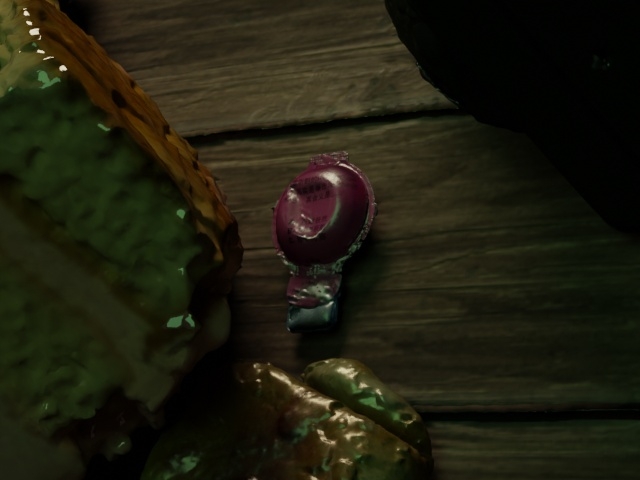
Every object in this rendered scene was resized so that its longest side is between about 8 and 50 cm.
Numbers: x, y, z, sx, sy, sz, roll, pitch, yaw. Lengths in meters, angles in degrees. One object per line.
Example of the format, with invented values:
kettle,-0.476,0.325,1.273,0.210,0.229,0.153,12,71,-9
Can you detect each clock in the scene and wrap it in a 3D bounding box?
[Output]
clock,0.225,-0.169,1.258,0.273,0.279,0.049,-43,30,6

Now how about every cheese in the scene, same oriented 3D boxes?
cheese,0.000,0.000,1.475,0.095,0.038,0.145,-7,65,33

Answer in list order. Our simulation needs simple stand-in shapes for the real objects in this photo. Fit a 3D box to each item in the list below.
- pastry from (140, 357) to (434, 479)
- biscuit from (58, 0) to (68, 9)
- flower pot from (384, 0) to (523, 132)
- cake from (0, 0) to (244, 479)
pastry,-0.033,0.179,1.344,0.229,0.100,0.218,-42,47,4
biscuit,-0.385,-0.172,1.666,0.395,0.166,0.342,-37,7,11
flower pot,0.141,-0.240,1.391,0.266,0.266,0.267,-42,36,6
cake,-0.230,0.014,1.408,0.307,0.293,0.314,-43,18,5
